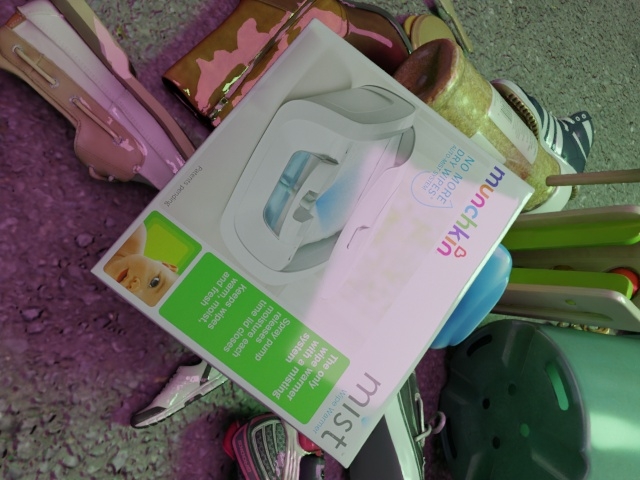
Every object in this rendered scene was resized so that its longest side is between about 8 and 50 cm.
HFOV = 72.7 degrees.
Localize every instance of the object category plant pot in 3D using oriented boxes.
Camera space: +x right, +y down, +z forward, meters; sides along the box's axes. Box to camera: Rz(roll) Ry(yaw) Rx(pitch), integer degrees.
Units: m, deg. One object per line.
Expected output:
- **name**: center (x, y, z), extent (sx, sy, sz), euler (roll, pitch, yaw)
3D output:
- **plant pot**: center (0.377, 0.270, 0.611), extent (0.334, 0.341, 0.341), euler (16, 76, -18)

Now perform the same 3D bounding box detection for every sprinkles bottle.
- **sprinkles bottle**: center (0.252, -0.146, 0.660), extent (0.355, 0.121, 0.121), euler (27, 71, -35)

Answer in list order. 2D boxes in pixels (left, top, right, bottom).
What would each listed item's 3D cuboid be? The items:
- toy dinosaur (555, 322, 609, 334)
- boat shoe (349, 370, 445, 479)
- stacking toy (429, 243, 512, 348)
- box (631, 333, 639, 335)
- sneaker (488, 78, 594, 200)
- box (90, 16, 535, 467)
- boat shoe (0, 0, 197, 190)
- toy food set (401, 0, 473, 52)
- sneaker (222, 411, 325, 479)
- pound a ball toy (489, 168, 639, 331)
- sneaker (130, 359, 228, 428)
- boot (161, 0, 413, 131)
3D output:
- **toy dinosaur**: center (0.527, 0.200, 0.845), extent (0.211, 0.064, 0.112), euler (35, 86, -10)
- **boat shoe**: center (0.096, 0.243, 0.568), extent (0.105, 0.113, 0.306), euler (2, 67, -34)
- **stacking toy**: center (0.175, -0.007, 0.615), extent (0.165, 0.175, 0.302), euler (33, 35, 11)
- **box**: center (0.710, 0.373, 0.912), extent (0.201, 0.057, 0.293), euler (34, 68, -21)
- **sneaker**: center (0.404, -0.216, 0.804), extent (0.282, 0.099, 0.153), euler (42, 68, -22)
- **box**: center (0.000, 0.000, 0.380), extent (0.231, 0.127, 0.262), euler (39, 79, 0)
- **boat shoe**: center (-0.203, -0.108, 0.461), extent (0.103, 0.113, 0.302), euler (-38, 97, -8)
- **toy food set**: center (0.188, -0.325, 0.742), extent (0.132, 0.038, 0.192), euler (52, 58, -21)
- **sneaker**: center (-0.056, 0.342, 0.480), extent (0.112, 0.121, 0.299), euler (3, 81, 1)
- **pound a ball toy**: center (0.350, 0.012, 0.609), extent (0.135, 0.319, 0.208), euler (35, 71, -24)
- **sneaker**: center (-0.160, 0.167, 0.483), extent (0.109, 0.040, 0.044), euler (-27, 80, -32)
- **boot**: center (-0.020, -0.221, 0.578), extent (0.264, 0.096, 0.280), euler (38, 70, -24)
